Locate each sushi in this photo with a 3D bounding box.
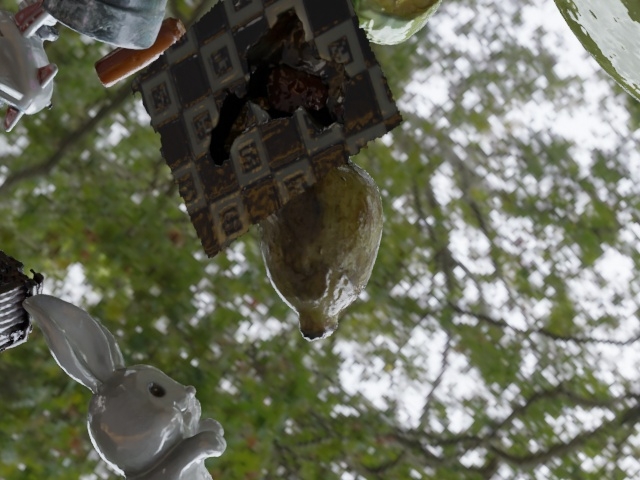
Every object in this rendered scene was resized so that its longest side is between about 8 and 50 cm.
[{"bbox_3d":[-0.031,-0.088,0.867,0.201,0.031,0.139,-33,-105,41],"label":"sushi"}]

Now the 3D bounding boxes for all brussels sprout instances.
[{"bbox_3d":[0.083,-0.321,1.810,0.151,0.122,0.149,-4,-110,-12],"label":"brussels sprout"}]

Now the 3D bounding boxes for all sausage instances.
[{"bbox_3d":[-0.232,-0.245,1.792,0.131,0.039,0.041,-30,-165,14],"label":"sausage"}]

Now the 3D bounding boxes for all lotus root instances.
[{"bbox_3d":[0.000,0.000,1.496,0.138,0.138,0.214,-10,-101,36],"label":"lotus root"}]

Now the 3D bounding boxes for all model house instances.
[{"bbox_3d":[-0.381,0.080,1.400,0.203,0.164,0.141,-61,-146,30],"label":"model house"}]

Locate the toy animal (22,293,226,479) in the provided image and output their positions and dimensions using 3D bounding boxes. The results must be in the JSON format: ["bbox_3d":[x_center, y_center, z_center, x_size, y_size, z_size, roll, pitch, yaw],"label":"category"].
[{"bbox_3d":[-0.165,0.131,1.215,0.130,0.221,0.104,-22,-177,13],"label":"toy animal"}]

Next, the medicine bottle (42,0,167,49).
[{"bbox_3d":[-0.135,-0.309,1.140,0.141,0.141,0.293,46,-61,50],"label":"medicine bottle"}]

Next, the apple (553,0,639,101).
[{"bbox_3d":[0.307,-0.234,0.904,0.357,0.357,0.357,-23,-135,26],"label":"apple"}]

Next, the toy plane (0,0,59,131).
[{"bbox_3d":[-0.471,-0.268,2.091,0.252,0.118,0.252,-21,-125,34],"label":"toy plane"}]
